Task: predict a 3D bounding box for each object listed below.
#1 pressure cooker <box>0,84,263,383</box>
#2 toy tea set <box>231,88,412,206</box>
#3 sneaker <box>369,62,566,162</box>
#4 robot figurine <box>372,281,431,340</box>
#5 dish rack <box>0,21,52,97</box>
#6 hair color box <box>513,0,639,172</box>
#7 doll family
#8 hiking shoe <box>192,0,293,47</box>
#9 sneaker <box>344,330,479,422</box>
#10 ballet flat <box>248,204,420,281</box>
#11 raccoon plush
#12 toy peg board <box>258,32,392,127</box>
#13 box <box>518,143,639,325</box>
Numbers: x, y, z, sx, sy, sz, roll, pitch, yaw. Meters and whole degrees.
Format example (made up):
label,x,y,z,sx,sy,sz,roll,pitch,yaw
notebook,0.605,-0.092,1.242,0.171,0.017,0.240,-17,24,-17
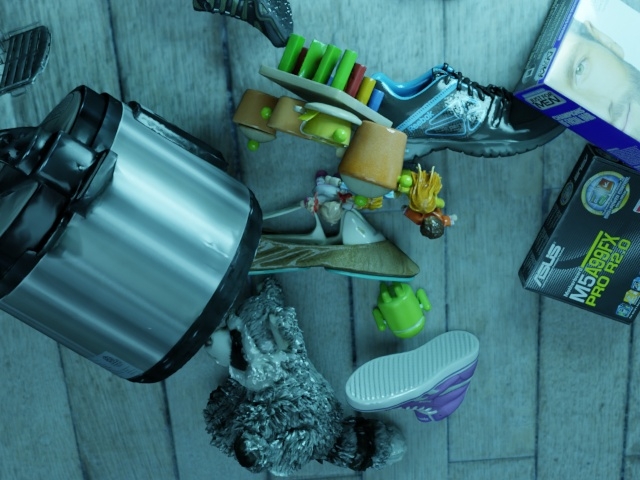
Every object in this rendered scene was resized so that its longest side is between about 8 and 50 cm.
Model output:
label,x,y,z,sx,sy,sz,roll,pitch,yaw
pressure cooker,-0.342,-0.025,1.807,0.420,0.376,0.370,33,116,-21
toy tea set,-0.012,-0.141,1.838,0.200,0.336,0.124,16,93,-32
sneaker,0.231,-0.208,1.900,0.340,0.125,0.140,-6,113,-1
robot figurine,0.141,0.122,2.096,0.101,0.067,0.115,-26,116,5
dish rack,-0.539,-0.261,1.802,0.271,0.208,0.074,-18,128,6
hair color box,0.490,-0.232,1.866,0.338,0.110,0.185,28,79,-14
doll family,0.103,-0.085,1.935,0.262,0.163,0.118,8,117,-6
hiking shoe,-0.135,-0.377,1.834,0.114,0.086,0.227,-29,112,29
sneaker,0.162,0.277,2.107,0.282,0.102,0.161,-16,130,-29
ballet flat,0.000,0.000,2.019,0.342,0.116,0.124,3,99,1
raccoon plush,-0.011,0.229,2.110,0.446,0.216,0.299,5,116,-38
toy peg board,0.021,-0.247,1.837,0.160,0.161,0.079,22,91,-54
box,0.494,-0.006,2.049,0.216,0.060,0.270,19,115,-12
